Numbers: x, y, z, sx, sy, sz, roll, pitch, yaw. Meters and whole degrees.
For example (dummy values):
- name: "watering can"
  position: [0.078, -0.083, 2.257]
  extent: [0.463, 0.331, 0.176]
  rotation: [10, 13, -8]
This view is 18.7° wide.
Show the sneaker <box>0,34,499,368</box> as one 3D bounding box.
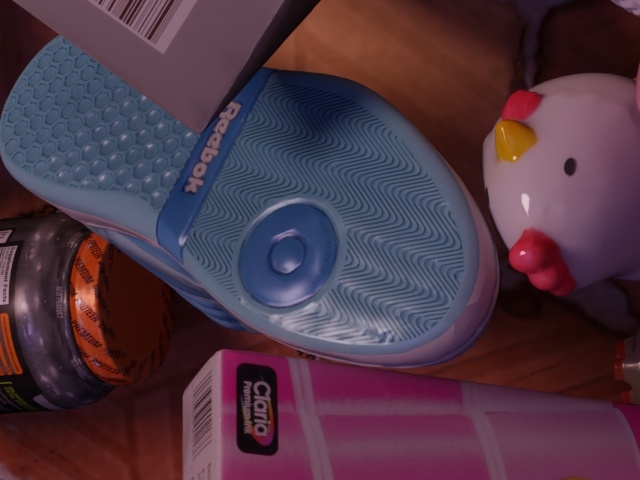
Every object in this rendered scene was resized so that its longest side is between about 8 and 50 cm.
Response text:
- name: "sneaker"
  position: [0.000, 0.000, 0.992]
  extent: [0.319, 0.208, 0.127]
  rotation: [30, 85, 40]

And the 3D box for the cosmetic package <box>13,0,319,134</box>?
- name: "cosmetic package"
  position: [-0.043, -0.162, 0.915]
  extent: [0.127, 0.238, 0.107]
  rotation: [34, 125, -2]

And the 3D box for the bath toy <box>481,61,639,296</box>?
- name: "bath toy"
  position: [0.197, -0.071, 0.787]
  extent: [0.348, 0.129, 0.151]
  rotation: [-27, 100, 38]

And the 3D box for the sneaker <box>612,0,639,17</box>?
- name: "sneaker"
  position: [0.294, -0.166, 0.841]
  extent: [0.365, 0.137, 0.210]
  rotation: [19, 124, 14]

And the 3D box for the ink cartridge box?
- name: "ink cartridge box"
  position: [0.114, 0.164, 0.937]
  extent: [0.370, 0.176, 0.069]
  rotation: [10, 150, -21]

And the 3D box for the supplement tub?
- name: "supplement tub"
  position: [-0.191, 0.045, 1.148]
  extent: [0.190, 0.117, 0.117]
  rotation: [-5, 114, 23]

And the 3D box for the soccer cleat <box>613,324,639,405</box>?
- name: "soccer cleat"
  position: [0.211, 0.132, 1.074]
  extent: [0.076, 0.068, 0.196]
  rotation: [-6, 113, 13]
